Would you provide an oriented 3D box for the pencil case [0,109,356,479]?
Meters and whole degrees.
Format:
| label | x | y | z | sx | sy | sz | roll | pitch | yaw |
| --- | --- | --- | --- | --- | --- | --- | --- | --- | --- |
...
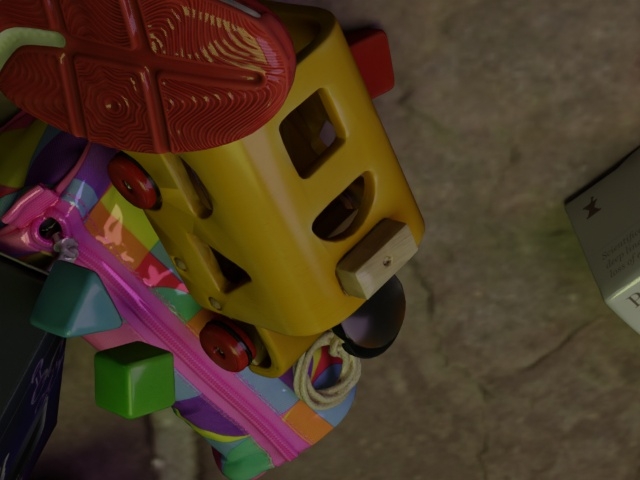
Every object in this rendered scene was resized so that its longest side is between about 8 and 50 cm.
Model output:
| label | x | y | z | sx | sy | sz | roll | pitch | yaw |
| --- | --- | --- | --- | --- | --- | --- | --- | --- | --- |
| pencil case | -0.079 | 0.026 | 0.827 | 0.104 | 0.104 | 0.236 | -32 | 128 | 17 |

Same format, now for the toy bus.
| label | x | y | z | sx | sy | sz | roll | pitch | yaw |
| --- | --- | --- | --- | --- | --- | --- | --- | --- | --- |
| toy bus | -0.008 | -0.006 | 0.739 | 0.202 | 0.104 | 0.191 | 6 | 97 | -43 |

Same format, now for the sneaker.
| label | x | y | z | sx | sy | sz | roll | pitch | yaw |
| --- | --- | --- | --- | --- | --- | --- | --- | --- | --- |
| sneaker | -0.096 | -0.109 | 0.681 | 0.221 | 0.128 | 0.087 | 12 | 131 | 20 |

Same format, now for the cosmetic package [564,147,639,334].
| label | x | y | z | sx | sy | sz | roll | pitch | yaw |
| --- | --- | --- | --- | --- | --- | --- | --- | --- | --- |
| cosmetic package | 0.248 | 0.035 | 0.900 | 0.117 | 0.085 | 0.231 | -38 | 126 | 20 |

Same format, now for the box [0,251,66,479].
| label | x | y | z | sx | sy | sz | roll | pitch | yaw |
| --- | --- | --- | --- | --- | --- | --- | --- | --- | --- |
| box | -0.214 | 0.142 | 0.753 | 0.103 | 0.261 | 0.184 | 23 | 152 | 3 |
